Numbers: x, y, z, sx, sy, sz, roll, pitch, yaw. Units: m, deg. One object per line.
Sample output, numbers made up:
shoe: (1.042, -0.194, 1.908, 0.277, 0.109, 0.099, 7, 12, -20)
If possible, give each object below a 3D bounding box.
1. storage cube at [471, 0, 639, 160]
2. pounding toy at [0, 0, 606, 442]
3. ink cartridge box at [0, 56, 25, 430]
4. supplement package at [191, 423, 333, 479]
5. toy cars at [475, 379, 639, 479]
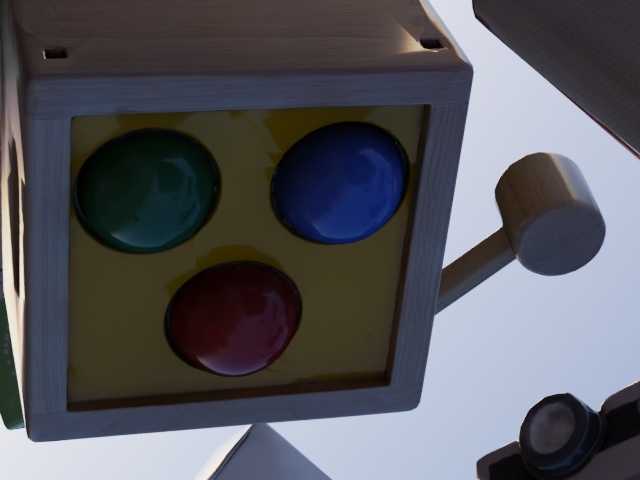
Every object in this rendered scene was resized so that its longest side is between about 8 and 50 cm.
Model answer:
storage cube: (0.170, -0.078, 0.274, 0.215, 0.193, 0.184, 51, -43, 44)
pounding toy: (0.005, 0.007, 0.554, 0.094, 0.206, 0.181, -113, -155, -53)
ink cartridge box: (-0.131, -0.095, 0.975, 0.207, 0.353, 0.119, -26, 170, 23)
supplement package: (-0.066, 0.313, 1.359, 0.262, 0.204, 0.145, -51, -177, -22)
toy cars: (0.265, 0.097, 0.700, 0.176, 0.393, 0.087, 92, -5, -48)
